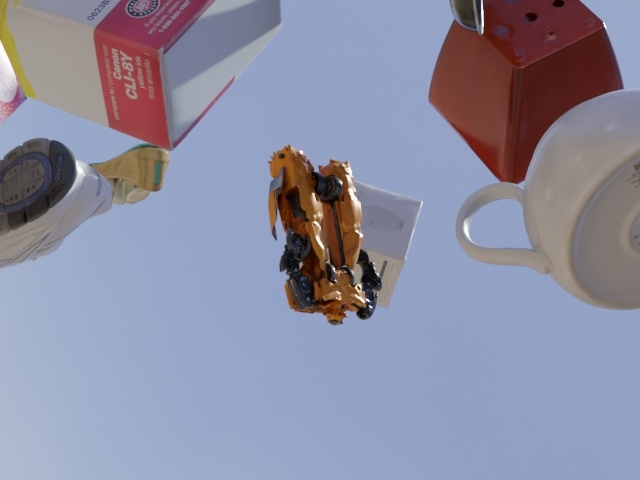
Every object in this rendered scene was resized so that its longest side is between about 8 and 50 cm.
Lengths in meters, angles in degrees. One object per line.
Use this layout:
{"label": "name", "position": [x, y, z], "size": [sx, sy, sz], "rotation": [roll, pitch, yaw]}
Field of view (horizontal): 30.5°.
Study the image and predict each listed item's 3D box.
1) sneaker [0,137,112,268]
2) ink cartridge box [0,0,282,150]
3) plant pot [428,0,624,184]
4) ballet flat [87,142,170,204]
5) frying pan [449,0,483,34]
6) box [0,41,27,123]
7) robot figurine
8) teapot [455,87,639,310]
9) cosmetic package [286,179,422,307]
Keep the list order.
{"label": "sneaker", "position": [-0.357, -0.003, 1.296], "size": [0.129, 0.297, 0.111], "rotation": [27, 44, -60]}
{"label": "ink cartridge box", "position": [-0.281, -0.307, 1.469], "size": [0.385, 0.279, 0.160], "rotation": [20, -38, 18]}
{"label": "plant pot", "position": [0.360, -0.304, 2.037], "size": [0.267, 0.267, 0.235], "rotation": [54, -15, 35]}
{"label": "ballet flat", "position": [-0.285, -0.086, 1.683], "size": [0.232, 0.080, 0.073], "rotation": [-12, -104, 61]}
{"label": "frying pan", "position": [0.180, -0.399, 1.506], "size": [0.326, 0.053, 0.197], "rotation": [63, 25, -60]}
{"label": "box", "position": [-0.413, -0.125, 0.929], "size": [0.300, 0.142, 0.154], "rotation": [-5, -59, 22]}
{"label": "robot figurine", "position": [0.000, 0.000, 1.882], "size": [0.085, 0.211, 0.291], "rotation": [-26, -118, 41]}
{"label": "teapot", "position": [0.309, -0.061, 1.240], "size": [0.252, 0.256, 0.187], "rotation": [-65, -151, 25]}
{"label": "cosmetic package", "position": [0.070, -0.006, 2.428], "size": [0.225, 0.224, 0.138], "rotation": [19, -53, 3]}
